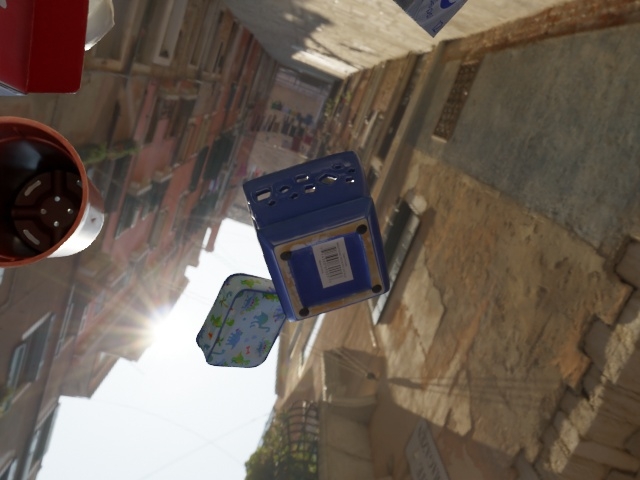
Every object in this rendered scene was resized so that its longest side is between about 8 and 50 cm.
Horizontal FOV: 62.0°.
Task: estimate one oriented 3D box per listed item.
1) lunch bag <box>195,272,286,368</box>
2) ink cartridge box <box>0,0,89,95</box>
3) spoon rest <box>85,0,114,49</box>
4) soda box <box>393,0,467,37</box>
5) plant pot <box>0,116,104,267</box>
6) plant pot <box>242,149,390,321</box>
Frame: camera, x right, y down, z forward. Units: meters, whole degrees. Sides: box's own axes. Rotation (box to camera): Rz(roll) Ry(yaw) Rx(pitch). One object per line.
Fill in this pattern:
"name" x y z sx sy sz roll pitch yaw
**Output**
"lunch bag" -0.169 0.187 1.217 0.176 0.218 0.090 12 -159 -38
"ink cartridge box" -0.407 -0.327 0.580 0.272 0.309 0.130 2 178 6
"spoon rest" -0.414 -0.444 0.994 0.084 0.137 0.276 48 -141 -32
"soda box" 0.040 -0.341 0.534 0.286 0.091 0.098 51 -156 15
"plant pot" -0.572 -0.075 1.068 0.273 0.272 0.265 19 172 -6
"plant pot" 0.000 0.000 0.984 0.236 0.235 0.212 -16 -148 -2
